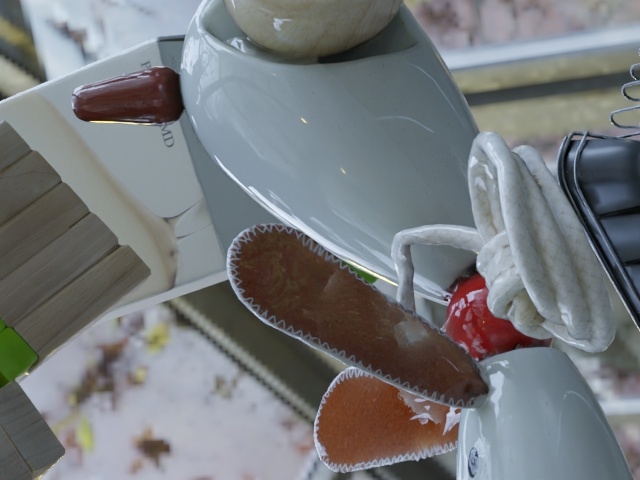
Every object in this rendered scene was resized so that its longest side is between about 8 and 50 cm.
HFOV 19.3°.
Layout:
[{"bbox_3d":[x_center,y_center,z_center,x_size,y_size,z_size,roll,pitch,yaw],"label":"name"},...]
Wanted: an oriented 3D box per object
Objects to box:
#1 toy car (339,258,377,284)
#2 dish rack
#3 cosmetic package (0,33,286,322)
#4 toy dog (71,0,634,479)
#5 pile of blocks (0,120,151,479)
[{"bbox_3d":[-0.022,-0.053,1.640,0.149,0.155,0.188,18,-104,-27],"label":"toy car"},{"bbox_3d":[0.297,-0.074,1.482,0.208,0.074,0.271,57,-133,-33],"label":"dish rack"},{"bbox_3d":[-0.185,-0.015,1.273,0.113,0.309,0.160,-13,-96,-63],"label":"cosmetic package"},{"bbox_3d":[0.000,0.000,0.782,0.334,0.161,0.220,-112,2,-46],"label":"toy dog"},{"bbox_3d":[-0.201,0.113,0.848,0.149,0.112,0.362,28,-130,-15],"label":"pile of blocks"}]
